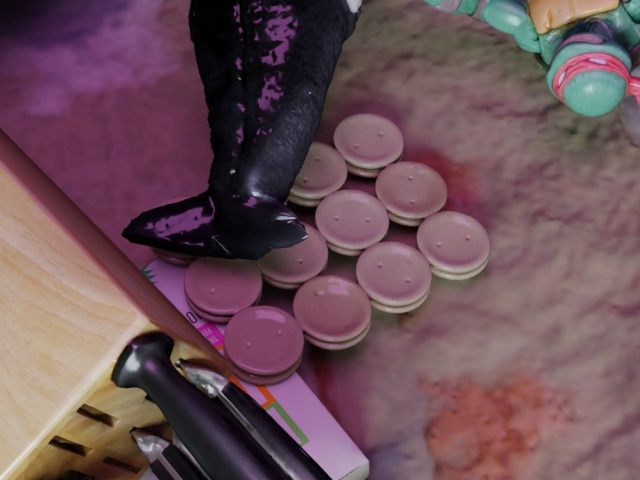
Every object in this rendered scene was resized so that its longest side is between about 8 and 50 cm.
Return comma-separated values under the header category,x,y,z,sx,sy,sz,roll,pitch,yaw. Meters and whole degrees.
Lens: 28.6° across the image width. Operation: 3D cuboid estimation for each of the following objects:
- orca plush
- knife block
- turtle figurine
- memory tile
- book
category,x,y,z,sx,sy,sz,roll,pitch,yaw
orca plush,-0.049,-0.133,0.615,0.151,0.102,0.287,-4,61,46
knife block,-0.096,0.039,0.520,0.242,0.088,0.275,-6,68,17
turtle figurine,0.125,-0.144,0.638,0.175,0.118,0.234,-10,51,14
memory tile,0.000,0.000,0.609,0.148,0.012,0.113,-26,60,-23
book,-0.058,0.078,0.576,0.096,0.035,0.144,-34,63,-17
